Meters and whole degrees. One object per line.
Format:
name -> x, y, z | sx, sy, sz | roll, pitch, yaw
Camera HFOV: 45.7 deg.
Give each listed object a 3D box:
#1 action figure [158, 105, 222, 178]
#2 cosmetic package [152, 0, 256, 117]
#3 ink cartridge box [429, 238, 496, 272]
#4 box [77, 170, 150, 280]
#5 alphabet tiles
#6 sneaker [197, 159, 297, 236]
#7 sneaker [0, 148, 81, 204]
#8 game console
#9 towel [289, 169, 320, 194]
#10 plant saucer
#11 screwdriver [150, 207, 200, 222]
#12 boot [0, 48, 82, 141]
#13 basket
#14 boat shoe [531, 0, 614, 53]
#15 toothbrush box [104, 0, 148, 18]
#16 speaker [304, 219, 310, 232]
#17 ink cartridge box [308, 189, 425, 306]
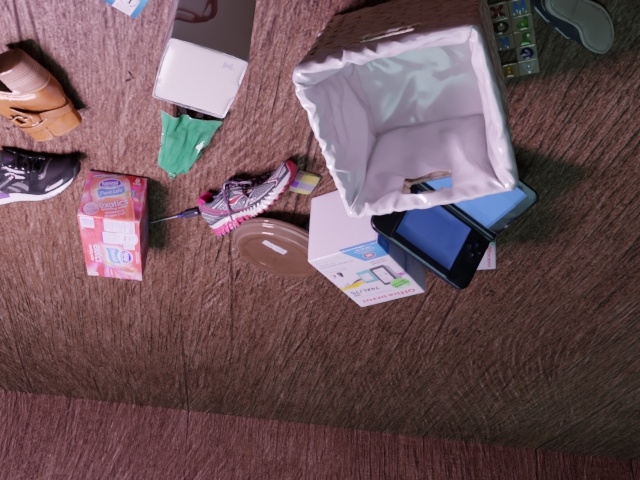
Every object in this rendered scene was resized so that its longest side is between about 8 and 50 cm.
action figure -> -0.321, -0.219, 1.748 | 0.137, 0.063, 0.232 | 12, 142, -17
cosmetic package -> -0.187, -0.377, 1.280 | 0.129, 0.296, 0.153 | 14, 145, -18
ink cartridge box -> 0.362, -0.005, 1.961 | 0.176, 0.127, 0.128 | -3, 146, 10
box -> -0.530, -0.032, 1.979 | 0.154, 0.142, 0.300 | 7, 147, -6
alphabet tiles -> 0.303, -0.379, 1.501 | 0.237, 0.009, 0.198 | -9, 145, 17
sneaker -> -0.182, -0.114, 1.859 | 0.299, 0.121, 0.112 | -29, 105, 29
sneaker -> -0.720, -0.165, 1.832 | 0.283, 0.107, 0.124 | -11, 138, 20
game console -> 0.308, -0.068, 1.753 | 0.293, 0.250, 0.173 | 35, 160, -11
towel -> -0.039, -0.144, 1.890 | 0.060, 0.009, 0.083 | 12, 147, -15
plant saucer -> -0.115, 0.028, 2.080 | 0.277, 0.041, 0.278 | 14, 151, 8
screwdriver -> -0.392, -0.060, 2.034 | 0.169, 0.025, 0.024 | -15, 143, 24
boot -> -0.681, -0.298, 1.640 | 0.283, 0.109, 0.220 | -14, 148, 13
basket -> 0.169, -0.262, 1.390 | 0.328, 0.266, 0.331 | -10, 126, 20
boat shoe -> 0.469, -0.413, 1.409 | 0.206, 0.075, 0.065 | 22, -174, -35
toothbrush box -> -0.314, -0.533, 1.208 | 0.216, 0.126, 0.295 | 25, 142, -28
speaker -> 0.000, 0.000, 2.065 | 0.055, 0.055, 0.136 | -6, 146, 14
ink cartridge box -> 0.125, 0.012, 1.942 | 0.198, 0.197, 0.270 | -17, 142, 28
